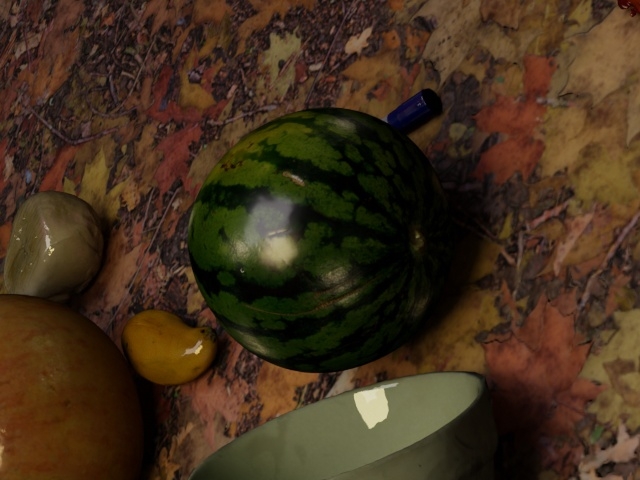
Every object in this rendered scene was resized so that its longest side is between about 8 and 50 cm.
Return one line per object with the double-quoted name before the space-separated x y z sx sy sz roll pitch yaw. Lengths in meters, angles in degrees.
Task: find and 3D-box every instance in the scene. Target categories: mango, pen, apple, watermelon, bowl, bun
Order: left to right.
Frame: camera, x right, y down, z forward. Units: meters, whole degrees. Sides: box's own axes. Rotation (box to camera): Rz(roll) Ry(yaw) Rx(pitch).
"apple" -0.415 0.265 1.637 0.400 0.333 0.400 0 90 35
"bun" -0.408 0.023 1.897 0.193 0.127 0.178 -62 37 24
"mango" -0.205 0.145 1.644 0.190 0.075 0.098 7 87 44
"watermelon" 0.000 0.000 1.309 0.285 0.285 0.285 -24 55 40
"pen" 0.039 -0.110 1.516 0.269 0.033 0.033 -31 51 37
"bowl" 0.034 0.250 1.177 0.307 0.307 0.163 -10 98 46

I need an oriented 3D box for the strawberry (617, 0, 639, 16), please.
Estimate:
"strawberry" 0.350 -0.318 1.182 0.178 0.234 0.234 -29 46 1
